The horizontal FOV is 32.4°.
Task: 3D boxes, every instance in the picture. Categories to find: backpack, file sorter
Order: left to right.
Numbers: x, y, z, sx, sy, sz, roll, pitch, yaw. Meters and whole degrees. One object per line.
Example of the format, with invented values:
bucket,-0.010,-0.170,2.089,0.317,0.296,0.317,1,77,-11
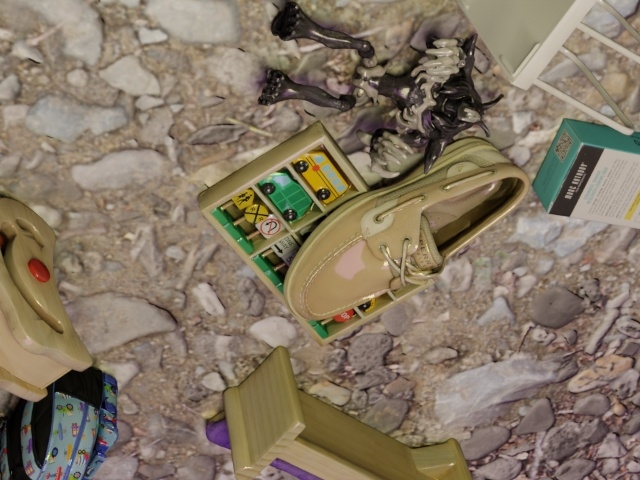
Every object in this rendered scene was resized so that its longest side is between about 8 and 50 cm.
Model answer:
backpack,-0.318,0.247,1.328,0.117,0.173,0.158,23,118,-26
file sorter,0.298,-0.274,1.059,0.173,0.193,0.277,21,120,-28

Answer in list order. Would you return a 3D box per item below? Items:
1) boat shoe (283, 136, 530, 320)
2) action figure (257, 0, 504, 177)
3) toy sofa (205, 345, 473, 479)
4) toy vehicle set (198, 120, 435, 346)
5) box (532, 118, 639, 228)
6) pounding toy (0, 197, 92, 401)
boat shoe,0.096,-0.002,1.231,0.302,0.098,0.109,-34,125,-6
action figure,0.080,-0.149,1.139,0.276,0.141,0.164,12,111,-19
toy sofa,0.030,0.309,1.464,0.362,0.150,0.177,33,113,-30
toy vehicle set,0.000,0.000,1.297,0.166,0.035,0.267,-31,127,11
box,0.386,-0.070,1.311,0.244,0.060,0.100,9,124,-18
pounding toy,-0.365,0.055,1.174,0.155,0.269,0.154,-34,165,14
